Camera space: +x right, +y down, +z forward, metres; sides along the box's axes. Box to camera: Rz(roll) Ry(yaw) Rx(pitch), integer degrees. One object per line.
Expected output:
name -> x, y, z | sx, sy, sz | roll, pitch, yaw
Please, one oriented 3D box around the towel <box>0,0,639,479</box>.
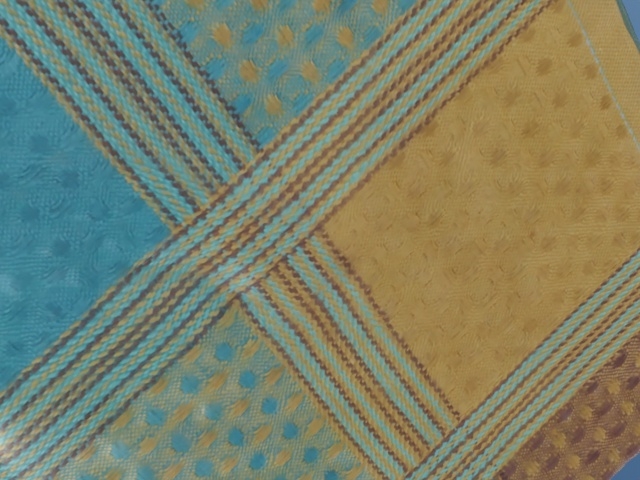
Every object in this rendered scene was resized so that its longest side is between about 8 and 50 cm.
towel -> 0.000, 0.000, 0.523 | 0.040, 0.271, 0.370 | 41, 170, 51
